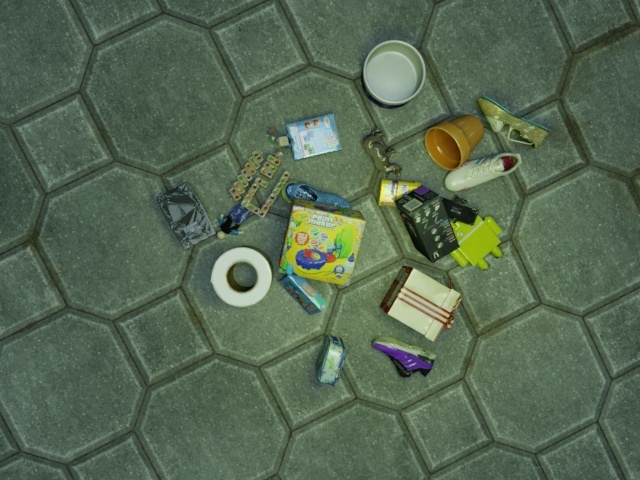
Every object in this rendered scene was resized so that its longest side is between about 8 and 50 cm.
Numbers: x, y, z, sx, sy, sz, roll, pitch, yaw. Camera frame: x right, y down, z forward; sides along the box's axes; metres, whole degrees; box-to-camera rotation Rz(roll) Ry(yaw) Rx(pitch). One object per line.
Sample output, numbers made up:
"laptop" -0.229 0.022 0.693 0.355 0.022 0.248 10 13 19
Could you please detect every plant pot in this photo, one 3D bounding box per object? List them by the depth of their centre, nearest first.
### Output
"plant pot" 0.585 -0.435 1.886 0.188 0.205 0.205 -36 93 -17

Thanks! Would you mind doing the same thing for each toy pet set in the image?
"toy pet set" -0.168 -0.426 1.901 0.065 0.114 0.122 -14 95 -30

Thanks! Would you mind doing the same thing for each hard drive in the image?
"hard drive" -0.575 -0.104 1.903 0.172 0.054 0.255 -29 93 -2

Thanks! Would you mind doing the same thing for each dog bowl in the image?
"dog bowl" 0.309 -0.708 1.898 0.265 0.104 0.265 0 92 -2

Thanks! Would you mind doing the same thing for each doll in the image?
"doll" -0.377 -0.077 1.917 0.129 0.046 0.189 45 89 -2

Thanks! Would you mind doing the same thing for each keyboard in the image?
"keyboard" 0.600 -0.140 1.939 0.180 0.023 0.108 22 86 18

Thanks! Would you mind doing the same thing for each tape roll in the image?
"tape roll" -0.322 0.146 1.865 0.246 0.169 0.246 0 92 -2

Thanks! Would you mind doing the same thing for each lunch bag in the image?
"lunch bag" 0.044 0.499 1.867 0.090 0.219 0.176 16 90 -4

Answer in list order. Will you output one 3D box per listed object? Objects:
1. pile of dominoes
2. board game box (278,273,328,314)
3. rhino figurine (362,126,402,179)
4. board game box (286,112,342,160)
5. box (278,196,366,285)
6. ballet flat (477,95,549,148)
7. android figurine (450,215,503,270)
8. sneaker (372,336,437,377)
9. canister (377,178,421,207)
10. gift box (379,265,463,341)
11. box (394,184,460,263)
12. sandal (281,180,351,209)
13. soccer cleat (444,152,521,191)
"pile of dominoes" -0.264 -0.250 1.892 0.196 0.040 0.251 30 82 4
"board game box" -0.076 0.222 1.882 0.210 0.160 0.047 47 66 -3
"rhino figurine" 0.273 -0.366 1.924 0.106 0.073 0.243 -35 94 -5
"board game box" -0.028 -0.448 1.924 0.211 0.039 0.160 -13 92 -1
"box" 0.000 0.000 1.785 0.290 0.177 0.279 11 106 -6
"ballet flat" 0.822 -0.505 1.929 0.348 0.123 0.123 26 91 -3
"android figurine" 0.681 -0.004 1.963 0.248 0.056 0.273 -40 95 -1
"sneaker" 0.356 0.524 1.940 0.293 0.102 0.146 17 92 -3
"canister" 0.340 -0.201 1.927 0.170 0.073 0.126 6 102 -1
"gift box" 0.436 0.249 1.862 0.258 0.255 0.276 31 94 -1
"box" 0.445 -0.068 1.850 0.143 0.165 0.270 -31 117 -2
"sandal" -0.017 -0.166 1.886 0.317 0.138 0.126 17 89 -5
"soccer cleat" 0.702 -0.307 1.909 0.331 0.143 0.116 -21 93 -1
